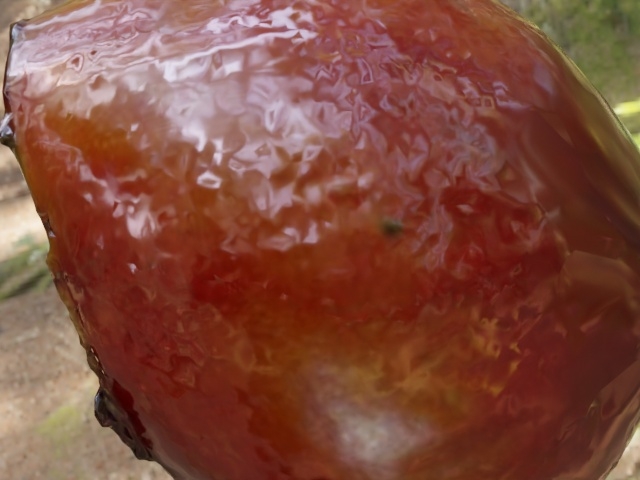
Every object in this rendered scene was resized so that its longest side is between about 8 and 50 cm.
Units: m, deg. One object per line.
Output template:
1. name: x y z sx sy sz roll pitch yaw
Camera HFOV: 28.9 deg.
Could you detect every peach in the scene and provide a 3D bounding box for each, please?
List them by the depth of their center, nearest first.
1. peach: 0.000 0.000 0.597 0.338 0.281 0.281 27 20 -4
